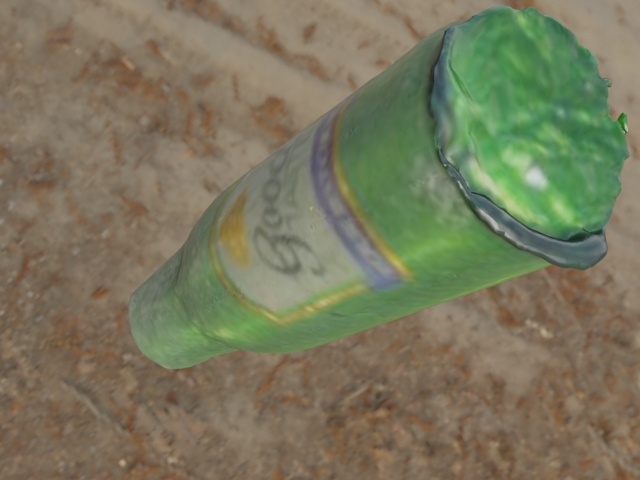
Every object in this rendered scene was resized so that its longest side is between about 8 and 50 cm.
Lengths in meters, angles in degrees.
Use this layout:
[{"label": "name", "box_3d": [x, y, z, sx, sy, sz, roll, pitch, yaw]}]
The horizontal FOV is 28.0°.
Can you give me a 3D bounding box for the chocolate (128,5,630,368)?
[{"label": "chocolate", "box_3d": [0.000, 0.000, 0.591, 0.110, 0.291, 0.110, 15, 64, -32]}]
